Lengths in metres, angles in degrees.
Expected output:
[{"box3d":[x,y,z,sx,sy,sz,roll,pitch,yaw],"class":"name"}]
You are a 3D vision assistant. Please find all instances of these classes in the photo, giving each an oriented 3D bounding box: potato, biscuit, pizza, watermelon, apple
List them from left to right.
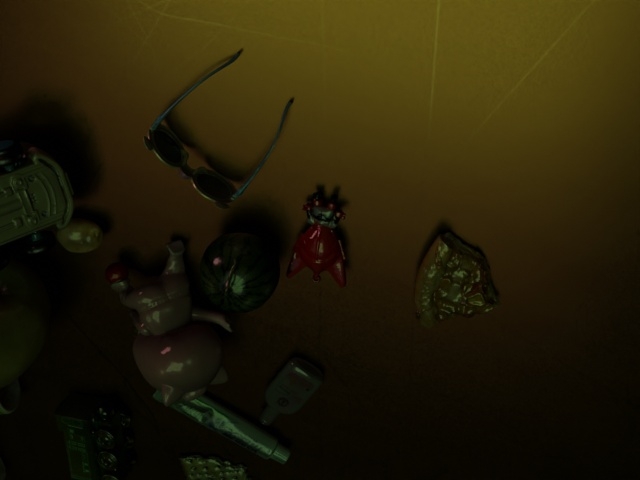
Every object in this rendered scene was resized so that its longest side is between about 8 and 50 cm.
[{"box3d":[-0.623,0.144,1.685,0.262,0.262,0.262,4,119,7],"class":"apple"},{"box3d":[-0.434,-0.009,1.666,0.083,0.062,0.068,13,153,29],"class":"potato"},{"box3d":[-0.207,0.531,1.953,0.144,0.016,0.203,-7,118,13],"class":"biscuit"},{"box3d":[-0.146,0.061,1.582,0.140,0.187,0.141,5,110,12],"class":"watermelon"},{"box3d":[0.241,0.088,1.606,0.161,0.062,0.182,19,119,-7],"class":"pizza"}]

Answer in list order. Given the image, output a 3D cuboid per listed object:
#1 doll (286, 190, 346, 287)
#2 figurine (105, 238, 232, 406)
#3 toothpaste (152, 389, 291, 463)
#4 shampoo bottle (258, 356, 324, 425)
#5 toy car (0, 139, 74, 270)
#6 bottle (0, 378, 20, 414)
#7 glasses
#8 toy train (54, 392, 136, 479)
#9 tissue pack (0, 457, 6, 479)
[{"box3d":[0.000,0.000,1.598,0.109,0.057,0.169,10,121,6],"class":"doll"},{"box3d":[-0.276,0.152,1.699,0.186,0.176,0.287,-10,106,61],"class":"figurine"},{"box3d":[-0.194,0.363,1.843,0.296,0.048,0.075,30,119,-4],"class":"toothpaste"},{"box3d":[-0.066,0.298,1.785,0.080,0.040,0.165,33,118,-11],"class":"shampoo bottle"},{"box3d":[-0.570,-0.078,1.586,0.247,0.198,0.204,-24,122,-21],"class":"toy car"},{"box3d":[-0.786,0.319,1.890,0.330,0.093,0.093,-6,118,13],"class":"bottle"},{"box3d":[-0.160,-0.188,1.535,0.189,0.088,0.220,41,98,-12],"class":"glasses"},{"box3d":[-0.463,0.424,1.900,0.137,0.090,0.226,8,120,13],"class":"toy train"},{"box3d":[-0.833,0.468,1.986,0.263,0.089,0.177,-6,119,10],"class":"tissue pack"}]
